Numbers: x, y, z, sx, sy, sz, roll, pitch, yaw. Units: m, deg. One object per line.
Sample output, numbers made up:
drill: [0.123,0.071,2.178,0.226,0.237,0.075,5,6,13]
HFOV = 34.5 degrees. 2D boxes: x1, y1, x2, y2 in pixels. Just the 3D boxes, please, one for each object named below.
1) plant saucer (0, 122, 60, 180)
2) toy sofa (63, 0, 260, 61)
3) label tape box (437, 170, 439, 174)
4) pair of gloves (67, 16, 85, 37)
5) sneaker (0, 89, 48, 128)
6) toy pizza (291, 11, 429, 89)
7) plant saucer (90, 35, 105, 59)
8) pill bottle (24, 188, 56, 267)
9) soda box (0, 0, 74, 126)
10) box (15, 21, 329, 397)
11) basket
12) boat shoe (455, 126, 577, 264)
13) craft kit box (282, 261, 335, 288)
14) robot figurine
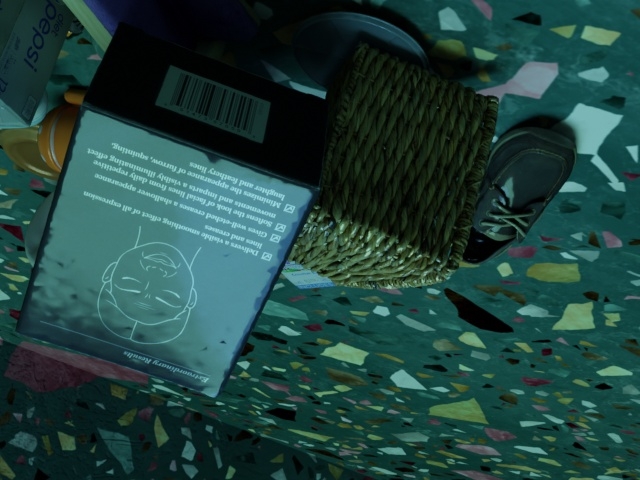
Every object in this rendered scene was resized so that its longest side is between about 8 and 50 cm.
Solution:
plant saucer: [-0.527,-0.168,1.983,0.199,0.037,0.200,12,155,6]
toy sofa: [-0.232,-0.328,1.351,0.177,0.150,0.362,4,153,24]
label tape box: [0.075,-0.077,1.762,0.249,0.115,0.348,13,152,3]
pair of gloves: [-0.403,-0.342,1.579,0.083,0.010,0.074,29,151,-30]
sneaker: [-0.579,-0.224,1.796,0.318,0.127,0.208,16,155,21]
toy pizza: [0.058,-0.265,1.465,0.201,0.032,0.201,13,155,6]
plant saucer: [-0.306,-0.295,1.612,0.119,0.021,0.119,12,156,6]
pill bottle: [-0.407,0.054,2.163,0.224,0.224,0.392,-2,150,32]
soda box: [-0.395,-0.290,1.352,0.098,0.286,0.091,2,154,26]
box: [-0.196,-0.029,1.354,0.293,0.212,0.396,20,127,-11]
basket: [0.087,-0.080,1.436,0.223,0.299,0.213,20,155,-10]
boat shoe: [0.308,-0.056,1.650,0.132,0.130,0.355,16,155,-3]
craft kit box: [0.000,0.000,1.761,0.249,0.061,0.246,-7,150,34]
robot figurine: [-0.398,-0.170,1.792,0.219,0.128,0.158,8,154,23]
